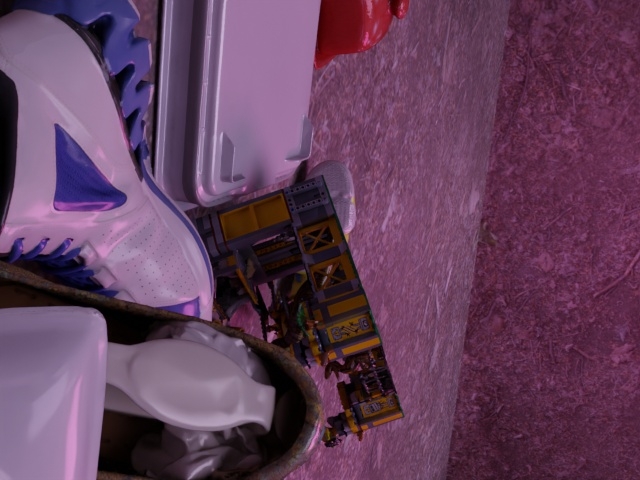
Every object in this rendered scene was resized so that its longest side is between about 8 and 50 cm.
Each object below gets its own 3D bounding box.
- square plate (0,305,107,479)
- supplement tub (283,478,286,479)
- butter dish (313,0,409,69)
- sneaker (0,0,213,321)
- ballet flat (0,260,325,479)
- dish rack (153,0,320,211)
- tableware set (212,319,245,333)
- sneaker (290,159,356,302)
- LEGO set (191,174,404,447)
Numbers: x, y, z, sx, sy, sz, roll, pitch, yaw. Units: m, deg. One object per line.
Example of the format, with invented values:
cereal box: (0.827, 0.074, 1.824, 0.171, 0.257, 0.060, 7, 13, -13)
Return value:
square plate: (-0.261, 0.201, 0.299, 0.344, 0.049, 0.347, -1, 106, -27)
supplement tub: (-0.105, 0.322, 0.975, 0.117, 0.117, 0.190, -3, 104, -69)
butter dish: (0.059, -0.316, 1.009, 0.160, 0.118, 0.160, -52, 148, -47)
sneaker: (-0.196, -0.018, 0.549, 0.182, 0.127, 0.315, -49, 139, -45)
ballet flat: (-0.155, 0.066, 0.403, 0.123, 0.349, 0.123, -52, -151, 44)
dish rack: (-0.067, -0.200, 0.827, 0.285, 0.072, 0.332, -32, 132, -63)
tableware set: (-0.135, 0.164, 0.934, 0.104, 0.024, 0.154, 76, 33, -51)
sneaker: (0.000, 0.000, 1.131, 0.126, 0.091, 0.240, -61, 161, -83)
LEGO set: (-0.040, 0.099, 0.860, 0.331, 0.192, 0.255, 69, 2, -65)
